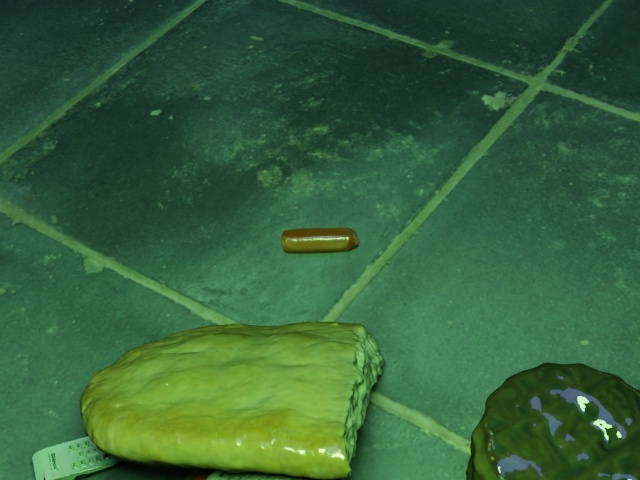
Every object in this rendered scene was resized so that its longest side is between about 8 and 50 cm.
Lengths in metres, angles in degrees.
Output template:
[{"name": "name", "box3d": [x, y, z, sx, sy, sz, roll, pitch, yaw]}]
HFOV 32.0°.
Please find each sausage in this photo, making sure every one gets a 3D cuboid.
[{"name": "sausage", "box3d": [0.000, 0.000, 1.930, 0.131, 0.039, 0.041, -1, 38, 5]}]

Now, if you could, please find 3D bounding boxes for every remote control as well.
[{"name": "remote control", "box3d": [-0.344, 0.323, 1.668, 0.166, 0.029, 0.065, -14, 44, -13]}]

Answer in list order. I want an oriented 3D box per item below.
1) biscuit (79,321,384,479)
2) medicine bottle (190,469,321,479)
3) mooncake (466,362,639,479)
[{"name": "biscuit", "box3d": [-0.120, 0.204, 1.602, 0.446, 0.104, 0.429, 0, 19, 17]}, {"name": "medicine bottle", "box3d": [-0.064, 0.372, 1.454, 0.157, 0.157, 0.289, -42, 28, -29]}, {"name": "mooncake", "box3d": [0.340, 0.304, 1.502, 0.290, 0.161, 0.290, -3, 47, 3]}]
